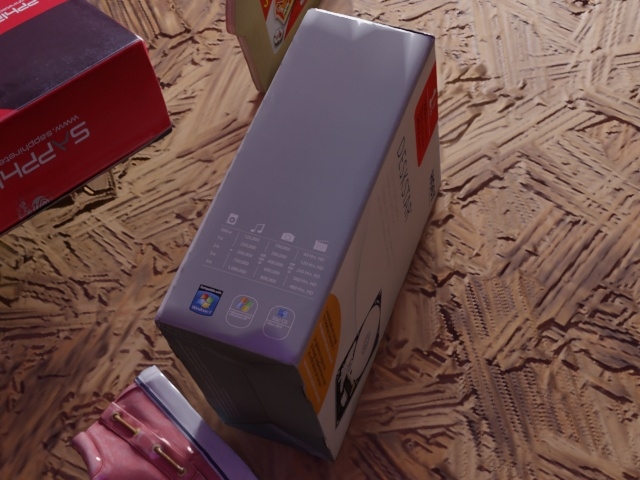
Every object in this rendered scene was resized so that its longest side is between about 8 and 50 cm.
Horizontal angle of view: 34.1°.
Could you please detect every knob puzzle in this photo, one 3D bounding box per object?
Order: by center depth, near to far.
[{"bbox_3d":[-0.034,-0.237,0.805,0.030,0.213,0.213,20,67,18],"label":"knob puzzle"}]

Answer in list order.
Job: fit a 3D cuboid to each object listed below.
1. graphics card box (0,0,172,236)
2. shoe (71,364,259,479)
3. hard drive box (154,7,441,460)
[{"bbox_3d":[-0.317,-0.140,0.805,0.232,0.094,0.371,-36,52,-22],"label":"graphics card box"},{"bbox_3d":[-0.087,0.164,0.674,0.081,0.063,0.178,-42,59,-12],"label":"shoe"},{"bbox_3d":[0.000,0.000,0.680,0.089,0.181,0.232,16,66,16],"label":"hard drive box"}]
